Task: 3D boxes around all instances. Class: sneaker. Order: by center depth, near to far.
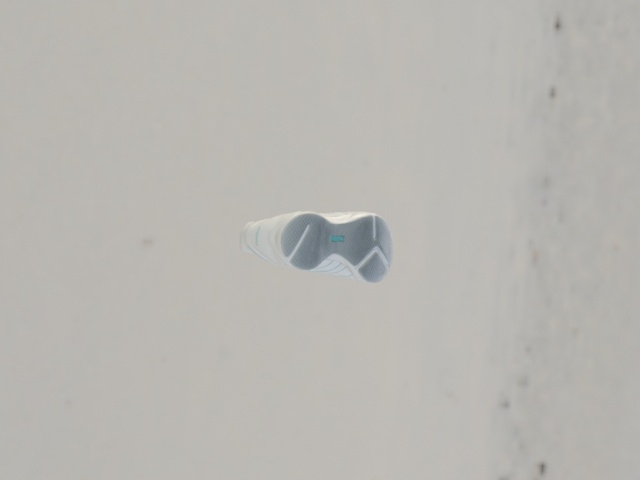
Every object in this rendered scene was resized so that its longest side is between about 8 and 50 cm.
[{"bbox_3d":[0.000,0.000,1.395,0.152,0.061,0.054,12,85,-51],"label":"sneaker"}]
